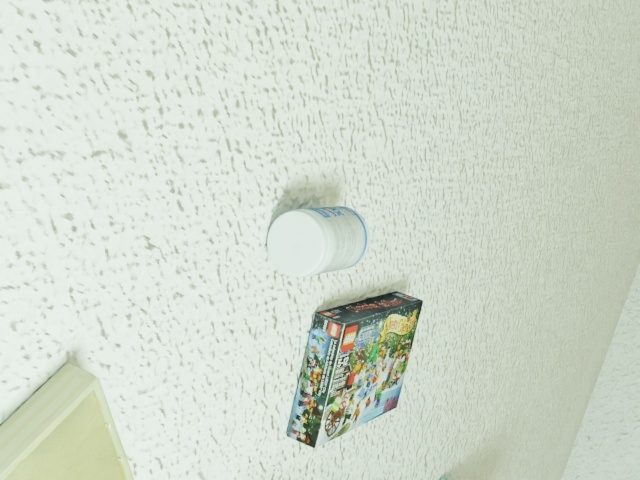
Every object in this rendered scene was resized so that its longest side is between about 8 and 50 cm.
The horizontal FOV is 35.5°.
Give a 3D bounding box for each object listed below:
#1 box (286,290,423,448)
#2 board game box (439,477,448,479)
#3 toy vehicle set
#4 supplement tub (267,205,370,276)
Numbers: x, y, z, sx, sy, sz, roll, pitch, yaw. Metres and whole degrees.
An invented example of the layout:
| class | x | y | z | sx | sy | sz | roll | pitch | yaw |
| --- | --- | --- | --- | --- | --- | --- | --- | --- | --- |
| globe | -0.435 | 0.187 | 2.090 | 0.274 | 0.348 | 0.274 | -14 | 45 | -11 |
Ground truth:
| class | x | y | z | sx | sy | sz | roll | pitch | yaw |
| --- | --- | --- | --- | --- | --- | --- | --- | --- | --- |
| box | 0.049 | 0.158 | 1.272 | 0.233 | 0.044 | 0.159 | -8 | 114 | -61 |
| board game box | 0.248 | 0.606 | 1.701 | 0.336 | 0.254 | 0.079 | -56 | 149 | -29 |
| toy vehicle set | -0.251 | 0.241 | 0.769 | 0.267 | 0.035 | 0.166 | -48 | 145 | -39 |
| supplement tub | 0.000 | 0.000 | 1.051 | 0.107 | 0.071 | 0.071 | -7 | 113 | -62 |
